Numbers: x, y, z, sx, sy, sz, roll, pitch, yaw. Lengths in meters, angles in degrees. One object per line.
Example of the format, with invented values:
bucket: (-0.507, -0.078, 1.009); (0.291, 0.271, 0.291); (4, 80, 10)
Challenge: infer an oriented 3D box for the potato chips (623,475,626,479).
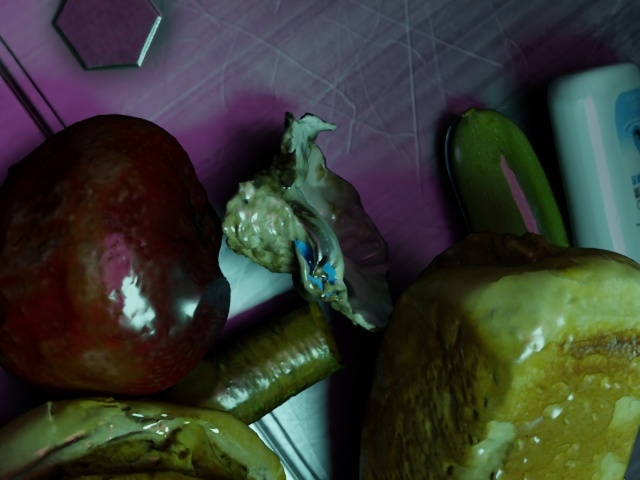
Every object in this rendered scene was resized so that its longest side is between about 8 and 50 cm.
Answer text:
potato chips: (0.207, 0.269, 1.530); (0.142, 0.026, 0.209); (44, 80, -18)

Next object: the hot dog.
hot dog: (0.145, 0.154, 1.356); (0.185, 0.223, 0.405); (-7, 125, -26)

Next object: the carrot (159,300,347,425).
carrot: (-0.058, 0.118, 1.405); (0.173, 0.082, 0.082); (-30, 100, -13)

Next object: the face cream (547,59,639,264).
face cream: (0.291, 0.000, 1.497); (0.163, 0.080, 0.336); (-19, 98, -61)

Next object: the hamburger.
hamburger: (-0.170, 0.263, 1.286); (0.290, 0.170, 0.314); (14, 124, -26)

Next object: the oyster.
oyster: (0.000, 0.000, 1.380); (0.083, 0.214, 0.223); (-23, 111, 20)

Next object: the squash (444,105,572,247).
squash: (0.200, 0.034, 1.491); (0.094, 0.094, 0.340); (-17, 94, -18)

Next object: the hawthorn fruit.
hawthorn fruit: (-0.199, 0.035, 1.297); (0.210, 0.266, 0.230); (28, 40, -52)
